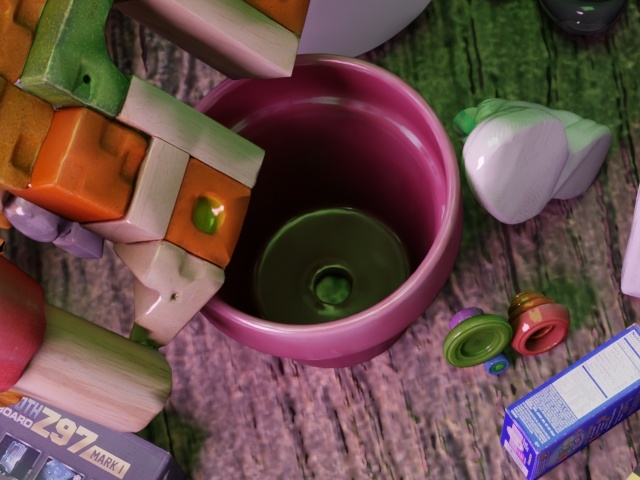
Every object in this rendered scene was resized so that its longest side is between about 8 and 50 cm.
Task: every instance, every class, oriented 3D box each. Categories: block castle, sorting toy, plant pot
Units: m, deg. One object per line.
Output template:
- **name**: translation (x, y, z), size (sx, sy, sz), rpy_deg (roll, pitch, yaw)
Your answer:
- **block castle**: translation (-0.198, -0.113, 1.049), size (0.303, 0.213, 0.453), rpy_deg (-1, 67, 47)
- **sorting toy**: translation (0.125, 0.060, 1.166), size (0.102, 0.061, 0.042), rpy_deg (-4, 48, -25)
- **plant pot**: translation (0.000, 0.000, 1.139), size (0.201, 0.180, 0.201), rpy_deg (-2, 67, 5)

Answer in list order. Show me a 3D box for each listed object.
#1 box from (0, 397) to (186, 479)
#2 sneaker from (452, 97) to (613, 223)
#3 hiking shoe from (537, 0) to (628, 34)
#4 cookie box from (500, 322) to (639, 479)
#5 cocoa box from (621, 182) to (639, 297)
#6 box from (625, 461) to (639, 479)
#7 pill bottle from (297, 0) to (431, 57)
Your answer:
- **box**: translation (-0.239, 0.182, 1.155), size (0.233, 0.059, 0.183), rpy_deg (25, 72, 17)
- **sneaker**: translation (0.127, -0.067, 1.155), size (0.094, 0.212, 0.080), rpy_deg (30, 105, 21)
- **hiking shoe**: translation (0.205, -0.270, 1.267), size (0.086, 0.114, 0.226), rpy_deg (3, 67, 8)
- **cookie box**: translation (0.177, 0.111, 1.121), size (0.107, 0.092, 0.040), rpy_deg (-32, 70, -8)
- **cocoa box**: translation (0.363, -0.127, 1.124), size (0.228, 0.231, 0.347), rpy_deg (15, 70, 12)
- **box**: translation (0.160, 0.253, 1.066), size (0.058, 0.087, 0.232), rpy_deg (36, 76, 21)
- **pill bottle**: translation (-0.047, -0.303, 1.270), size (0.188, 0.188, 0.334), rpy_deg (-30, 67, -7)
